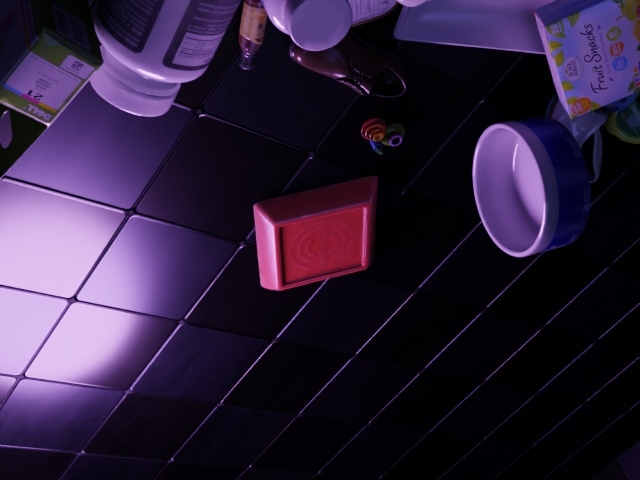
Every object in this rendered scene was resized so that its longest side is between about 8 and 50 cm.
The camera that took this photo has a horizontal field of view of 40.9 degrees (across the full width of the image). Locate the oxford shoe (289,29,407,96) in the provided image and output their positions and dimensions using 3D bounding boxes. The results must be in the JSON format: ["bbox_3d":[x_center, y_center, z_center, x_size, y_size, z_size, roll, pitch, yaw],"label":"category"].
[{"bbox_3d":[0.055,-0.295,1.442,0.227,0.096,0.083,7,132,-29],"label":"oxford shoe"}]

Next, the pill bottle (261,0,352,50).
[{"bbox_3d":[-0.030,-0.370,1.224,0.124,0.221,0.124,-13,138,-12],"label":"pill bottle"}]

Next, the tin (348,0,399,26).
[{"bbox_3d":[0.047,-0.390,1.368,0.190,0.040,0.106,-20,142,-10],"label":"tin"}]

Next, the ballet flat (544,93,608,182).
[{"bbox_3d":[0.505,-0.123,1.785,0.139,0.139,0.400,-12,136,-13],"label":"ballet flat"}]

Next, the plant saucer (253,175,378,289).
[{"bbox_3d":[0.000,0.000,1.768,0.259,0.047,0.258,-14,139,-12],"label":"plant saucer"}]

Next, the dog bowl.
[{"bbox_3d":[0.407,-0.106,1.677,0.104,0.265,0.265,-11,138,-18],"label":"dog bowl"}]

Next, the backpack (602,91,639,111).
[{"bbox_3d":[0.524,-0.338,1.600,0.173,0.117,0.158,19,123,-35],"label":"backpack"}]

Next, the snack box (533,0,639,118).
[{"bbox_3d":[0.481,-0.334,1.475,0.174,0.070,0.207,-22,129,10],"label":"snack box"}]

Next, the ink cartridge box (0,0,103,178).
[{"bbox_3d":[-0.431,-0.234,1.207,0.255,0.189,0.097,-42,137,21],"label":"ink cartridge box"}]

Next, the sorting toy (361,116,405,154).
[{"bbox_3d":[0.120,-0.194,1.620,0.102,0.042,0.061,13,127,-35],"label":"sorting toy"}]

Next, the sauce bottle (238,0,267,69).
[{"bbox_3d":[-0.109,-0.334,1.366,0.042,0.042,0.128,-5,138,-20],"label":"sauce bottle"}]

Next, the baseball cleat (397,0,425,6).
[{"bbox_3d":[0.190,-0.427,1.287,0.206,0.072,0.109,-34,155,22],"label":"baseball cleat"}]

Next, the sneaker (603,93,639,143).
[{"bbox_3d":[0.732,-0.266,1.777,0.295,0.109,0.123,-5,140,-20],"label":"sneaker"}]

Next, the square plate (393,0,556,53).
[{"bbox_3d":[0.323,-0.463,1.390,0.347,0.049,0.344,1,138,-18],"label":"square plate"}]

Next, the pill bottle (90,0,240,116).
[{"bbox_3d":[-0.212,-0.337,1.210,0.176,0.176,0.318,11,129,-33],"label":"pill bottle"}]
